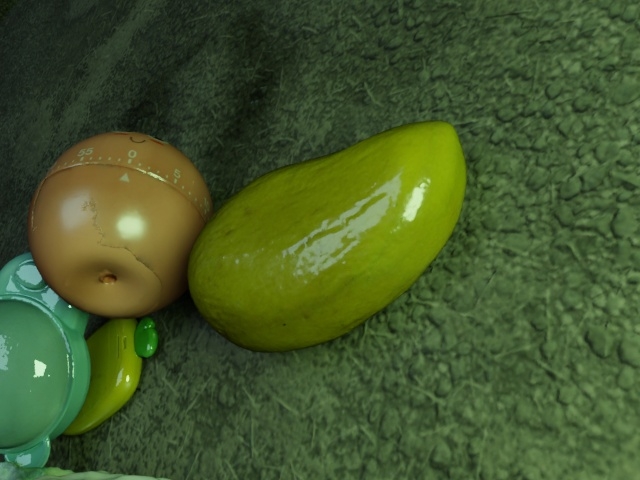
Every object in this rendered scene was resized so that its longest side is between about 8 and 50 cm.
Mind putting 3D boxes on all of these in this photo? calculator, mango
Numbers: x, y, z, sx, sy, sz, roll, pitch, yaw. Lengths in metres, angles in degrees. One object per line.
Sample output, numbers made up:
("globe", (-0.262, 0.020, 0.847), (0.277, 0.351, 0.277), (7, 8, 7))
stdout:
("calculator", (-0.303, 0.183, 1.116), (0.235, 0.032, 0.146), (-40, 42, 27))
("mango", (-0.002, 0.008, 0.803), (0.331, 0.142, 0.195), (-20, 58, 37))

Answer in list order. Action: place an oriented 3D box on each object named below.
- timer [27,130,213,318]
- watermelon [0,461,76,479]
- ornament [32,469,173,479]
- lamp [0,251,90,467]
("timer", (-0.252, -0.022, 1.027), (0.229, 0.229, 0.215), (-35, 36, 29))
("watermelon", (-0.326, 0.327, 0.932), (0.232, 0.310, 0.193), (102, 163, -48))
("ornament", (-0.180, 0.352, 0.641), (0.337, 0.337, 0.337), (-27, 49, 36))
("lamp", (-0.405, 0.153, 1.086), (0.209, 0.147, 0.284), (15, 68, 15))
